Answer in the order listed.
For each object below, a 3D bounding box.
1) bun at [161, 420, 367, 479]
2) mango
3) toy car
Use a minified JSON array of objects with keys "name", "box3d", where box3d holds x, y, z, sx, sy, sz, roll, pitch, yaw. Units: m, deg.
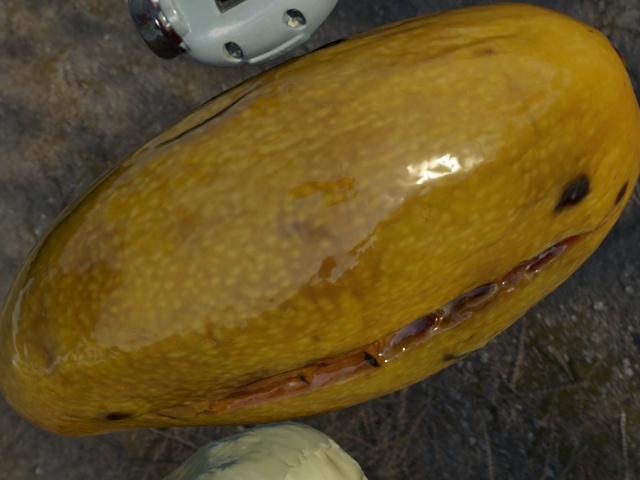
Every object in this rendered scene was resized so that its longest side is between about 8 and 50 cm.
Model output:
[{"name":"bun","box3d":[-0.063,0.250,0.624,0.146,0.287,0.287,3,68,23]},{"name":"mango","box3d":[0.004,0.004,0.410,0.294,0.177,0.120,-30,63,-9]},{"name":"toy car","box3d":[-0.084,-0.291,0.869,0.180,0.212,0.271,-24,100,17]}]
